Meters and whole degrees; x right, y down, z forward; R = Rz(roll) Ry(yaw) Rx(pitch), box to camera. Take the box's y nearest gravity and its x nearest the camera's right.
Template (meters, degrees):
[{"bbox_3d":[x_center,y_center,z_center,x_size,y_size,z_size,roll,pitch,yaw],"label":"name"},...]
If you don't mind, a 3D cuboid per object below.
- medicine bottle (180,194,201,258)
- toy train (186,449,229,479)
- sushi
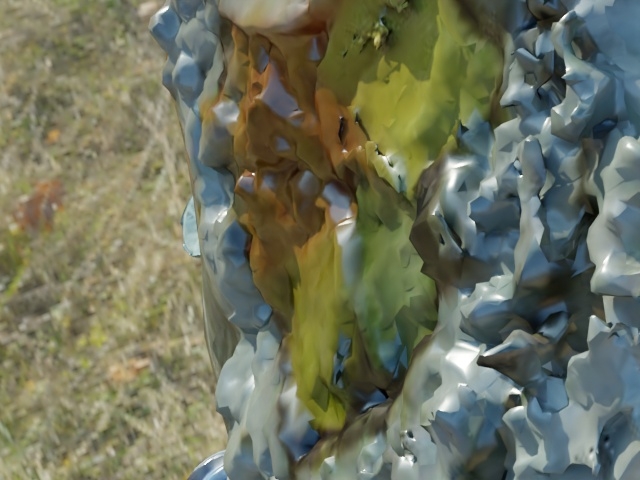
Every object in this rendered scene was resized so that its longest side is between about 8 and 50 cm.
[{"bbox_3d":[0.000,0.000,0.979,0.191,0.051,0.051,10,37,-32],"label":"medicine bottle"},{"bbox_3d":[0.015,0.239,0.785,0.202,0.300,0.131,8,1,-11],"label":"toy train"},{"bbox_3d":[0.057,-0.031,0.560,0.175,0.417,0.417,-5,44,-21],"label":"sushi"}]
